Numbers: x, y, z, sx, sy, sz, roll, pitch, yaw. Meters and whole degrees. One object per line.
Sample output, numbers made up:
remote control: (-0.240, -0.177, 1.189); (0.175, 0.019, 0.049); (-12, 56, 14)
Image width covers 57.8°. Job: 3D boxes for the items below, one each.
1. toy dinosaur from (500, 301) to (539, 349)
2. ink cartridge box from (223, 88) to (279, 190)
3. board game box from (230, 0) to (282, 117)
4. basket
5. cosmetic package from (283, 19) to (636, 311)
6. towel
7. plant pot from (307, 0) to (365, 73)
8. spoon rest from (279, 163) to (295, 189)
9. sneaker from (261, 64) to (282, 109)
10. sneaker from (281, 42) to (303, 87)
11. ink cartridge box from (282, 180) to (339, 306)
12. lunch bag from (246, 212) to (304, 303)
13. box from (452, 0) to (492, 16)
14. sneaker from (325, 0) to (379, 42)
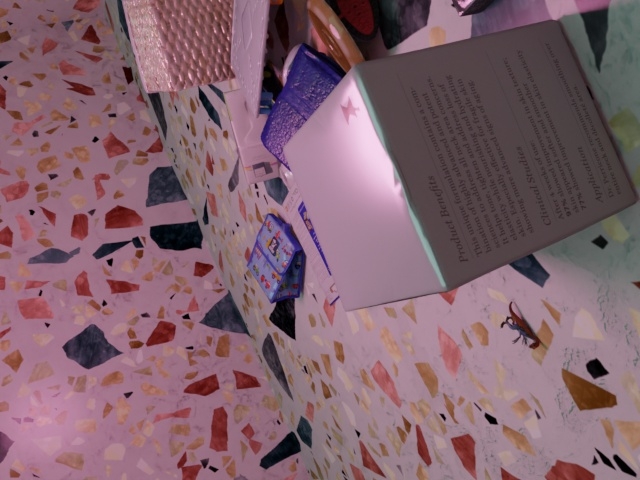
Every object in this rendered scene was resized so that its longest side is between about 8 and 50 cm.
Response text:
toy dinosaur: (0.415, 0.186, 1.197); (0.082, 0.047, 0.090); (21, 119, 36)
ink cartridge box: (-0.222, -0.327, 1.936); (0.353, 0.119, 0.207); (94, 159, -72)
board game box: (-0.189, -0.613, 1.663); (0.390, 0.050, 0.390); (-114, 27, -46)
basket: (-0.449, -0.692, 1.974); (0.266, 0.328, 0.331); (21, 127, 54)
cosmetic package: (0.209, -0.112, 0.964); (0.327, 0.394, 0.329); (-28, 82, 66)
towel: (-0.024, -0.327, 1.527); (0.227, 0.076, 0.308); (47, 125, 22)
plant pot: (0.036, -0.463, 1.345); (0.236, 0.032, 0.236); (53, -176, -5)
spoon rest: (-0.087, -0.257, 1.874); (0.137, 0.084, 0.276); (58, 167, 27)
sneaker: (-0.166, -0.476, 1.854); (0.209, 0.069, 0.082); (59, 156, 22)
sneaker: (-0.032, -0.389, 1.613); (0.153, 0.099, 0.282); (35, 129, 33)
ink cartridge box: (0.000, 0.000, 1.751); (0.371, 0.069, 0.176); (66, 154, 16)
lunch bag: (-0.152, 0.053, 2.203); (0.221, 0.138, 0.293); (51, 138, 37)
box: (0.270, -0.510, 0.935); (0.183, 0.056, 0.231); (66, 156, 6)
sneaker: (0.052, -0.555, 1.344); (0.262, 0.104, 0.125); (56, -179, 13)
